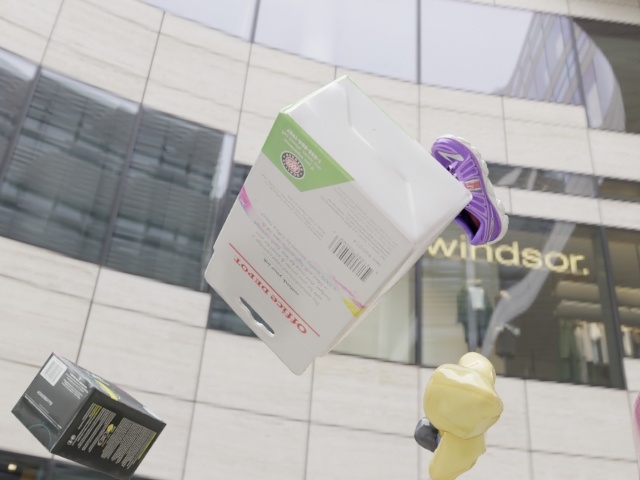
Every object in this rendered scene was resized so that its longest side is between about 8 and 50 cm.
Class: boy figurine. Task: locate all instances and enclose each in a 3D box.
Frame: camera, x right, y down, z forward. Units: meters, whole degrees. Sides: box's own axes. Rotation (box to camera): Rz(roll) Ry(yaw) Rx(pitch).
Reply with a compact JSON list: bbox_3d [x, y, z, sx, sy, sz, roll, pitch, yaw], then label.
[{"bbox_3d":[0.167,0.221,0.995,0.092,0.177,0.285,18,-14,12],"label":"boy figurine"}]

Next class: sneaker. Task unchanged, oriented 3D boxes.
[{"bbox_3d":[0.201,-0.071,1.126,0.071,0.170,0.068,-20,-13,-30],"label":"sneaker"}]

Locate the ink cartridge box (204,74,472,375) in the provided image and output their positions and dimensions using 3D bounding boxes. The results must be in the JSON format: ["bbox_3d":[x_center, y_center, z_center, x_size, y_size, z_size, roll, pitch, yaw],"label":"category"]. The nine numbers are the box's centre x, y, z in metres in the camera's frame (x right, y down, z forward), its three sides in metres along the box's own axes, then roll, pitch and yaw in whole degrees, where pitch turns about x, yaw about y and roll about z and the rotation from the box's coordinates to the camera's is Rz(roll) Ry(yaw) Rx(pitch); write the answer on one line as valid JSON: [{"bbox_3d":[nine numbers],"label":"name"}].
[{"bbox_3d":[0.000,0.000,0.981,0.207,0.119,0.353,45,-39,8],"label":"ink cartridge box"}]

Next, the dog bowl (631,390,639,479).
[{"bbox_3d":[0.379,0.111,0.480,0.407,0.150,0.408,-10,-39,-8],"label":"dog bowl"}]

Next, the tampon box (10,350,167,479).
[{"bbox_3d":[-0.325,0.251,1.138,0.120,0.101,0.161,25,-14,39],"label":"tampon box"}]
